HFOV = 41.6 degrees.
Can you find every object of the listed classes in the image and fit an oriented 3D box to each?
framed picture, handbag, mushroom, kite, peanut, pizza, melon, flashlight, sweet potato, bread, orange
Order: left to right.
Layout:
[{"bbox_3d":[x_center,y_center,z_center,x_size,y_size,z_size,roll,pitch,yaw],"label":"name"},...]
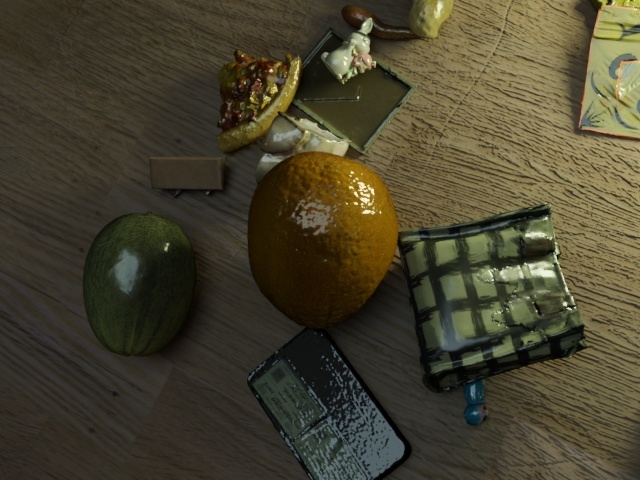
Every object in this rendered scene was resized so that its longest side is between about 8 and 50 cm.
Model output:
[{"bbox_3d":[-0.405,0.095,1.888,0.249,0.248,0.329,2,79,18],"label":"melon"},{"bbox_3d":[-0.176,-0.358,2.012,0.289,0.081,0.228,-47,60,9],"label":"pizza"},{"bbox_3d":[-0.040,-0.176,1.870,0.162,0.236,0.173,23,99,10],"label":"mushroom"},{"bbox_3d":[0.000,0.000,1.734,0.322,0.322,0.356,12,105,20],"label":"orange"},{"bbox_3d":[0.059,-0.353,1.975,0.281,0.019,0.209,41,91,23],"label":"framed picture"},{"bbox_3d":[0.140,-0.503,1.977,0.214,0.050,0.050,25,85,18],"label":"sweet potato"},{"bbox_3d":[0.242,-0.569,1.923,0.110,0.120,0.236,-7,73,44],"label":"peanut"},{"bbox_3d":[0.309,0.309,1.708,0.051,0.051,0.129,-10,70,15],"label":"flashlight"},{"bbox_3d":[0.336,0.109,1.685,0.327,0.162,0.325,-15,63,11],"label":"handbag"},{"bbox_3d":[0.638,-0.517,1.818,0.088,0.049,0.226,-27,69,10],"label":"bread"},{"bbox_3d":[0.677,-0.328,1.747,0.328,0.013,0.377,-34,81,14],"label":"kite"}]

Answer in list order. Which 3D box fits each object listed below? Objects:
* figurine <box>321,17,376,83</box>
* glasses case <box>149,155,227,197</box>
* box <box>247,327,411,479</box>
[{"bbox_3d":[0.085,-0.432,1.950,0.146,0.081,0.098,-39,110,0],"label":"figurine"},{"bbox_3d":[-0.309,-0.153,2.023,0.194,0.070,0.102,1,104,16],"label":"glasses case"},{"bbox_3d":[0.013,0.368,1.782,0.211,0.058,0.350,-39,68,7],"label":"box"}]
